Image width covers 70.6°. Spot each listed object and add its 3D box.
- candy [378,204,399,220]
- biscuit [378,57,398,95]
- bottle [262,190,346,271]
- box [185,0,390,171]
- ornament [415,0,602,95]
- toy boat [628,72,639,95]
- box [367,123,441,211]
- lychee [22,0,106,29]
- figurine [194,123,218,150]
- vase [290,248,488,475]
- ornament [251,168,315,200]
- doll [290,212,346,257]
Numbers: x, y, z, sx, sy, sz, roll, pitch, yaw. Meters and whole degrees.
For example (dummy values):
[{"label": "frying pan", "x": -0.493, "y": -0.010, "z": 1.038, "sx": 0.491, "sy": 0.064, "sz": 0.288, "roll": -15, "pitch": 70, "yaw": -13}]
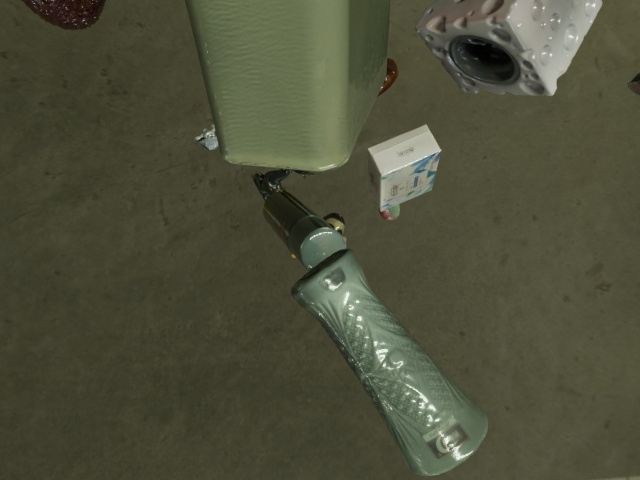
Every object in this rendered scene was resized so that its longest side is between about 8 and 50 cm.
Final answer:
[{"label": "candy", "x": 0.259, "y": -0.126, "z": 1.702, "sx": 0.043, "sy": 0.103, "sz": 0.103, "roll": -9, "pitch": 113, "yaw": 42}, {"label": "biscuit", "x": 0.096, "y": -0.365, "z": 1.061, "sx": 0.192, "sy": 0.192, "sz": 0.049, "roll": -32, "pitch": 115, "yaw": 6}, {"label": "bottle", "x": -0.039, "y": -0.024, "z": 0.835, "sx": 0.082, "sy": 0.286, "sz": 0.082, "roll": -6, "pitch": 109, "yaw": -18}, {"label": "box", "x": -0.014, "y": -0.308, "z": 0.505, "sx": 0.177, "sy": 0.352, "sz": 0.344, "roll": 7, "pitch": 129, "yaw": 14}, {"label": "ornament", "x": 0.404, "y": -0.483, "z": 0.978, "sx": 0.239, "sy": 0.239, "sz": 0.240, "roll": 32, "pitch": 86, "yaw": -39}, {"label": "toy boat", "x": 0.440, "y": -0.232, "z": 0.548, "sx": 0.034, "sy": 0.096, "sz": 0.122, "roll": 39, "pitch": 114, "yaw": 2}, {"label": "box", "x": 0.269, "y": -0.230, "z": 1.495, "sx": 0.203, "sy": 0.274, "sz": 0.116, "roll": -22, "pitch": 69, "yaw": -2}, {"label": "lychee", "x": -0.707, "y": -0.717, "z": 1.232, "sx": 0.260, "sy": 0.261, "sz": 0.261, "roll": -1, "pitch": 107, "yaw": -3}, {"label": "figurine", "x": -0.399, "y": -0.364, "z": 1.605, "sx": 0.094, "sy": 0.086, "sz": 0.082, "roll": -13, "pitch": 151, "yaw": -20}, {"label": "vase", "x": 0.062, "y": 0.114, "z": 0.452, "sx": 0.096, "sy": 0.096, "sz": 0.219, "roll": -36, "pitch": 93, "yaw": 8}, {"label": "ornament", "x": -0.075, "y": -0.165, "z": 1.337, "sx": 0.236, "sy": 0.080, "sz": 0.202, "roll": -29, "pitch": 103, "yaw": 39}, {"label": "doll", "x": 0.000, "y": 0.000, "z": 1.069, "sx": 0.101, "sy": 0.089, "sz": 0.179, "roll": 28, "pitch": 126, "yaw": -15}]
